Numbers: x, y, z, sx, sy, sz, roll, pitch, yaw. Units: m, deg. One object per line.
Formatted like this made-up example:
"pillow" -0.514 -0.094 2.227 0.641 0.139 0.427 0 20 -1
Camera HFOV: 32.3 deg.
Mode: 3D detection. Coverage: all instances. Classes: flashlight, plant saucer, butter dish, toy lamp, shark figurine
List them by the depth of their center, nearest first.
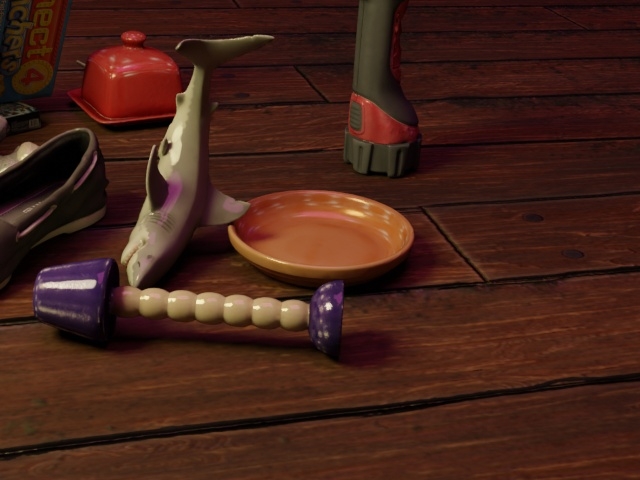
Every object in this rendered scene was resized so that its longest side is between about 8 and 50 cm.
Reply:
"toy lamp" -0.117 0.058 0.994 0.274 0.080 0.080 3 25 -1
"shark figurine" -0.121 -0.076 1.149 0.116 0.278 0.166 17 -2 -5
"plant saucer" 0.000 0.000 1.185 0.200 0.037 0.200 3 26 -2
"flashlight" 0.089 -0.235 1.386 0.103 0.304 0.103 9 25 9
"butter dish" -0.263 -0.236 1.555 0.160 0.118 0.160 -11 29 -27

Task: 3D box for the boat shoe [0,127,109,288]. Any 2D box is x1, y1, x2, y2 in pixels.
"boat shoe" -0.329 -0.028 1.125 0.112 0.095 0.335 14 27 18

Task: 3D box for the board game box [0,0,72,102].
"board game box" -0.462 -0.305 1.372 0.302 0.308 0.086 -14 52 -38

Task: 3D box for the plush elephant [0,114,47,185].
"plush elephant" -0.485 -0.168 1.212 0.330 0.255 0.272 20 29 31

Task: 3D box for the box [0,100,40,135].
"box" -0.457 -0.160 1.472 0.094 0.027 0.137 22 31 36

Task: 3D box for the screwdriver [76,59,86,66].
"screwdriver" -0.348 -0.260 1.722 0.024 0.025 0.170 -13 21 -30
